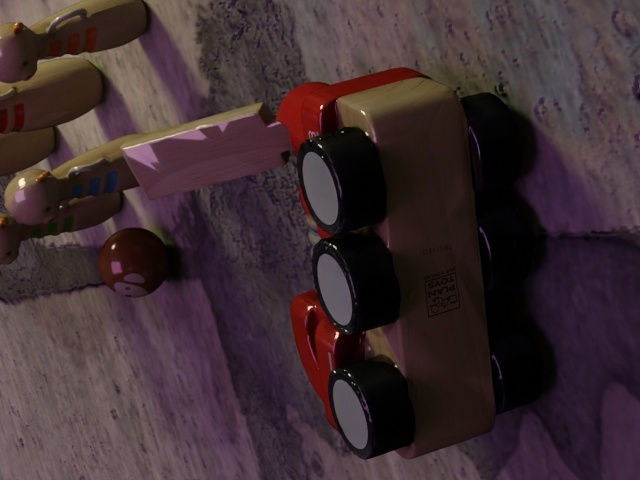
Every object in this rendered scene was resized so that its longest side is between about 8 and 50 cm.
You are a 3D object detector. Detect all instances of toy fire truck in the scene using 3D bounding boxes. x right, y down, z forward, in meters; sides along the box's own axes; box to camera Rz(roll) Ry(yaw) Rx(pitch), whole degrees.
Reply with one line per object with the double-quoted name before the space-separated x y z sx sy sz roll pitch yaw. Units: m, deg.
"toy fire truck" 0.000 0.000 1.207 0.246 0.158 0.217 33 135 59

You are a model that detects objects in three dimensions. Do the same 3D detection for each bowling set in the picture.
"bowling set" -0.205 -0.041 1.461 0.200 0.154 0.287 62 148 11
